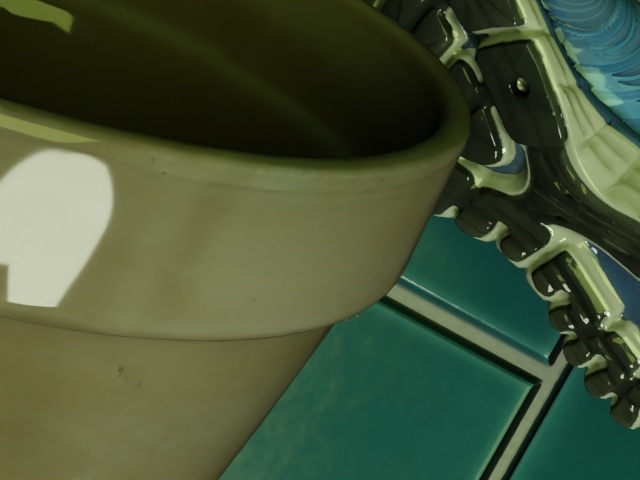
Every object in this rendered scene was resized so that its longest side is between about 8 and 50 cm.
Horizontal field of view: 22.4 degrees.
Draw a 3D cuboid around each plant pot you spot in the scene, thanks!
[{"bbox_3d":[-0.142,0.020,0.603,0.323,0.323,0.280,14,112,-14],"label":"plant pot"}]

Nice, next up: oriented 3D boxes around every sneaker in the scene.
[{"bbox_3d":[0.116,-0.060,0.728,0.330,0.130,0.147,51,46,-2],"label":"sneaker"}]

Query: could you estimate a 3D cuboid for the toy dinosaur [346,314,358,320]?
[{"bbox_3d":[0.000,0.000,0.756,0.082,0.047,0.090,-42,72,6],"label":"toy dinosaur"}]
